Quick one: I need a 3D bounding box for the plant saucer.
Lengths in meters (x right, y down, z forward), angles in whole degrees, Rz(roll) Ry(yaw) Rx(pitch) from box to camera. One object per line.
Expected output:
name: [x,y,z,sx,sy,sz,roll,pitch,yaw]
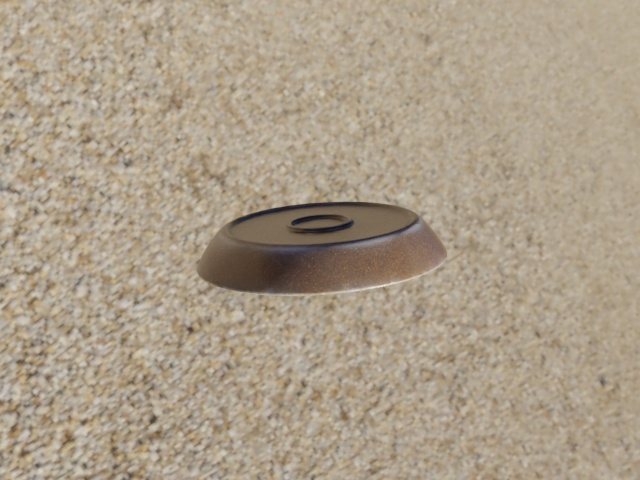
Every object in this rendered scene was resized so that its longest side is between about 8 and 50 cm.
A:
plant saucer: [0.000,0.000,0.662,0.168,0.168,0.029,-32,121,-61]
